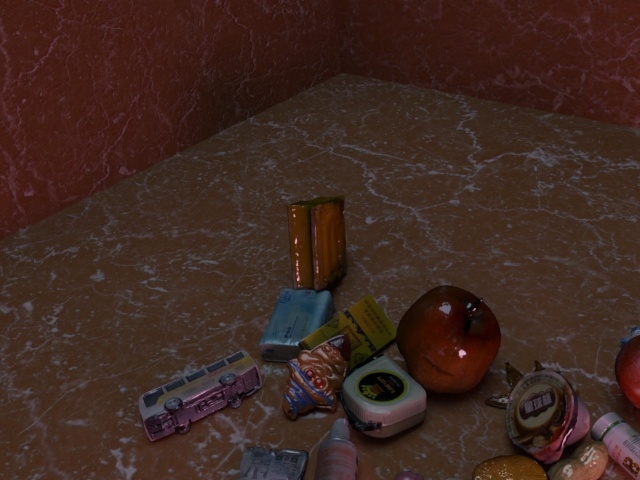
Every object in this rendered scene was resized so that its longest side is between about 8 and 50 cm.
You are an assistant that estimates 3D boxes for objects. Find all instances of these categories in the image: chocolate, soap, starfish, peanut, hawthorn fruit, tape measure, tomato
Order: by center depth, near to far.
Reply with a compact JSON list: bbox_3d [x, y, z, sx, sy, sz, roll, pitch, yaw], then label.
[{"bbox_3d":[0.579,0.517,1.458,0.187,0.082,0.082,-24,36,-21],"label":"peanut"},{"bbox_3d":[0.563,0.427,1.535,0.147,0.221,0.221,27,27,-20],"label":"chocolate"},{"bbox_3d":[0.830,0.330,1.563,0.232,0.232,0.188,0,51,14],"label":"tomato"},{"bbox_3d":[0.551,0.393,1.694,0.241,0.043,0.227,0,35,9],"label":"starfish"},{"bbox_3d":[0.144,0.412,1.702,0.207,0.115,0.235,-18,30,-24],"label":"tape measure"},{"bbox_3d":[0.347,0.245,1.727,0.268,0.300,0.267,14,34,-10],"label":"hawthorn fruit"},{"bbox_3d":[0.000,0.000,2.144,0.143,0.281,0.259,0,11,26],"label":"soap"}]

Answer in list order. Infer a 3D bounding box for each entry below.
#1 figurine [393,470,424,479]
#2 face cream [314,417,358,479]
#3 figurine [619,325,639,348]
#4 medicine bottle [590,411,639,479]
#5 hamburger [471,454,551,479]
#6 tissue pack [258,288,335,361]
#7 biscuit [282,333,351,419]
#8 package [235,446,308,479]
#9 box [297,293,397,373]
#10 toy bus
[{"bbox_3d":[0.198,0.567,1.488,0.083,0.071,0.067,-3,-9,-5],"label":"figurine"},{"bbox_3d":[0.040,0.530,1.551,0.101,0.101,0.251,-4,33,8],"label":"face cream"},{"bbox_3d":[0.873,0.281,1.749,0.114,0.079,0.114,-30,23,14],"label":"figurine"},{"bbox_3d":[0.713,0.484,1.474,0.086,0.086,0.183,-20,34,-16],"label":"medicine bottle"},{"bbox_3d":[0.422,0.563,1.396,0.191,0.118,0.182,2,38,22],"label":"hamburger"},{"bbox_3d":[-0.069,0.257,2.002,0.177,0.089,0.263,1,34,15],"label":"tissue pack"},{"bbox_3d":[-0.004,0.369,1.774,0.183,0.043,0.280,37,76,12],"label":"biscuit"},{"bbox_3d":[-0.127,0.579,1.585,0.171,0.027,0.173,3,35,11],"label":"package"},{"bbox_3d":[0.086,0.288,1.891,0.279,0.041,0.153,-30,78,-30],"label":"box"},{"bbox_3d":[-0.334,0.424,1.802,0.343,0.097,0.138,-22,33,-20],"label":"toy bus"}]
